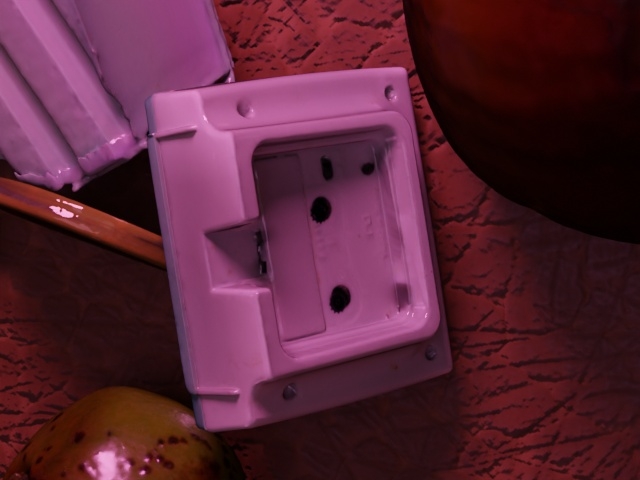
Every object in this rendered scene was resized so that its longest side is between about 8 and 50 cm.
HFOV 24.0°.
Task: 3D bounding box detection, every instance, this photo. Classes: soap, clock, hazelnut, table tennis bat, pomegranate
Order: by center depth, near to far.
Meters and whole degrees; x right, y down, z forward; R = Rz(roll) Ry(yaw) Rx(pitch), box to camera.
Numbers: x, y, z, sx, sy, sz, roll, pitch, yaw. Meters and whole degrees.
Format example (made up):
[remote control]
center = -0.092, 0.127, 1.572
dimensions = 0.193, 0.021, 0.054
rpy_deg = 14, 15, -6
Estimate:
[hazelnut]
center = 0.227, -0.209, 1.015
dimensions = 0.402, 0.402, 0.429
rpy_deg = 14, 105, 13
[clock]
center = 0.000, 0.000, 1.161
dimensions = 0.116, 0.231, 0.262
rpy_deg = -4, 95, 54
[soap]
center = -0.275, -0.253, 1.197
dimensions = 0.261, 0.156, 0.446
rpy_deg = -28, 100, 38
[table tennis bat]
center = -0.130, 0.017, 1.236
dimensions = 0.321, 0.198, 0.050
rpy_deg = 21, 84, -9
[pomegranate]
center = -0.135, 0.261, 1.237
dimensions = 0.286, 0.231, 0.231
rpy_deg = 39, 103, -3
